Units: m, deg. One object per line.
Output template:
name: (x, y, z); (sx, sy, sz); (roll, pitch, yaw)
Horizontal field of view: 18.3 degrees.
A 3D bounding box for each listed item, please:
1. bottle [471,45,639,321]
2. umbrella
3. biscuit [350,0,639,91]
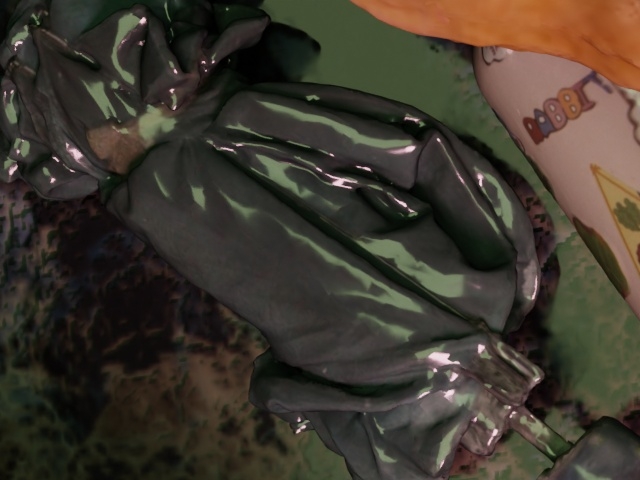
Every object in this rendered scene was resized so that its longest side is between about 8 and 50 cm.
bottle: (0.130, -0.067, 0.805); (0.120, 0.120, 0.253); (-36, 81, 10)
umbrella: (0.000, 0.002, 0.848); (0.349, 0.094, 0.143); (38, 116, 17)
biscuit: (0.145, -0.190, 0.740); (0.455, 0.078, 0.350); (31, 59, 25)
